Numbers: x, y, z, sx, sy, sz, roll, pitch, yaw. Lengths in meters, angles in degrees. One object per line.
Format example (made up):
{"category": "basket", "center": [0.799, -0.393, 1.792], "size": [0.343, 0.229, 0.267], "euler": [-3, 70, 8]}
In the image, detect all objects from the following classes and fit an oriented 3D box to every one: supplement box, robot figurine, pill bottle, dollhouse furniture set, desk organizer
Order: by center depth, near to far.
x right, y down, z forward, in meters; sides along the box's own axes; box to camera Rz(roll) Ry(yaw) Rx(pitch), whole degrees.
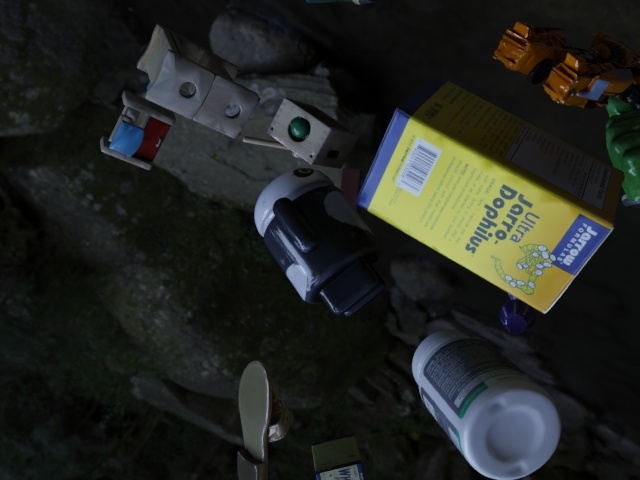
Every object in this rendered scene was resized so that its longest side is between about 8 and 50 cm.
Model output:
{"category": "dollhouse furniture set", "center": [-0.190, -0.159, 0.858], "size": [0.129, 0.183, 0.129], "euler": [21, -158, -31]}
{"category": "robot figurine", "center": [0.422, -0.276, 1.029], "size": [0.291, 0.085, 0.211], "euler": [-11, -133, -38]}
{"category": "supplement box", "center": [0.275, -0.083, 1.060], "size": [0.356, 0.194, 0.195], "euler": [31, 129, 11]}
{"category": "supplement box", "center": [0.032, 0.401, 1.158], "size": [0.083, 0.083, 0.056], "euler": [-108, 5, -68]}
{"category": "robot figurine", "center": [0.001, -0.002, 1.162], "size": [0.278, 0.173, 0.209], "euler": [54, 152, 20]}
{"category": "pill bottle", "center": [0.331, 0.327, 1.380], "size": [0.204, 0.204, 0.361], "euler": [33, -176, -15]}
{"category": "desk organizer", "center": [0.081, -0.125, 1.720], "size": [0.050, 0.130, 0.047], "euler": [4, 172, 14]}

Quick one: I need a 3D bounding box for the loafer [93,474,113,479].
{"category": "loafer", "center": [-0.255, 0.333, 0.716], "size": [0.076, 0.078, 0.223], "euler": [40, 140, 17]}

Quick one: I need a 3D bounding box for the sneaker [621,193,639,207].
{"category": "sneaker", "center": [0.792, -0.059, 1.454], "size": [0.222, 0.118, 0.083], "euler": [0, 178, 44]}

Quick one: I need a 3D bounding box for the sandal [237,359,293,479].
{"category": "sandal", "center": [-0.085, 0.304, 1.081], "size": [0.079, 0.240, 0.088], "euler": [-4, -164, -39]}

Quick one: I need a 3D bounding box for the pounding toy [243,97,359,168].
{"category": "pounding toy", "center": [-0.033, -0.181, 1.140], "size": [0.130, 0.100, 0.141], "euler": [37, -161, 23]}

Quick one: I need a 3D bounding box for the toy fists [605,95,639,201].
{"category": "toy fists", "center": [0.605, -0.212, 1.243], "size": [0.096, 0.279, 0.142], "euler": [-16, 127, 37]}

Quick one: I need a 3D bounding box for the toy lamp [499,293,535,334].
{"category": "toy lamp", "center": [0.464, 0.156, 1.512], "size": [0.080, 0.080, 0.275], "euler": [28, -162, 15]}

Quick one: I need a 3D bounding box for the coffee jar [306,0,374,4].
{"category": "coffee jar", "center": [0.052, -0.648, 1.635], "size": [0.184, 0.079, 0.096], "euler": [10, 121, 19]}
